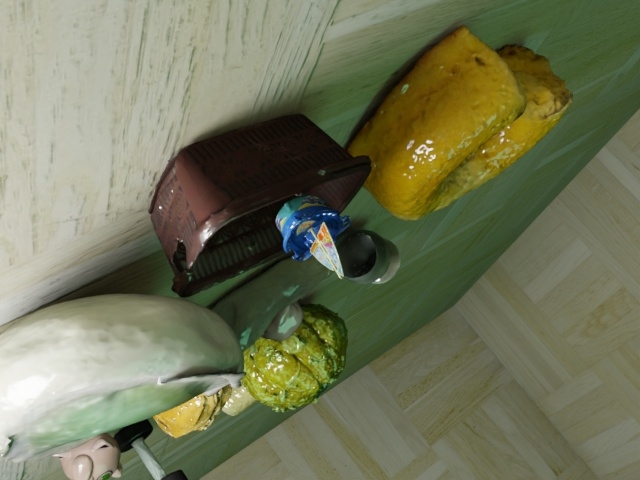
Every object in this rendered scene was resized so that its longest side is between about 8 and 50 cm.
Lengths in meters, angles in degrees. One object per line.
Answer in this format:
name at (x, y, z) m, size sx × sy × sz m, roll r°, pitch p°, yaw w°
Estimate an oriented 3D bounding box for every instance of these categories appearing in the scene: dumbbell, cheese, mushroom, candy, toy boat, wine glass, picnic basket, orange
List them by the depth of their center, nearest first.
toy boat at (0.000, 0.000, 0.931) m, size 0.091 × 0.110 × 0.175 m, roll -38°, pitch 164°, yaw 5°
picnic basket at (-0.090, -0.059, 1.015) m, size 0.297 × 0.129 × 0.222 m, roll -24°, pitch 160°, yaw -39°
candy at (-0.291, 0.170, 1.025) m, size 0.386 × 0.186 × 0.427 m, roll -12°, pitch 167°, yaw -18°
mushroom at (-0.115, 0.124, 1.510) m, size 0.351 × 0.097 × 0.109 m, roll -38°, pitch 126°, yaw -17°
wine glass at (0.105, 0.040, 1.717) m, size 0.126 × 0.126 × 0.241 m, roll -42°, pitch 165°, yaw 11°
dumbbell at (-0.409, 0.530, 1.812) m, size 0.100 × 0.191 × 0.100 m, roll -36°, pitch 165°, yaw -11°
orange at (-0.052, 0.293, 1.897) m, size 0.300 × 0.223 × 0.301 m, roll -26°, pitch 160°, yaw -53°
cheese at (-0.203, 0.412, 2.124) m, size 0.167 × 0.094 × 0.123 m, roll -39°, pitch 174°, yaw 16°

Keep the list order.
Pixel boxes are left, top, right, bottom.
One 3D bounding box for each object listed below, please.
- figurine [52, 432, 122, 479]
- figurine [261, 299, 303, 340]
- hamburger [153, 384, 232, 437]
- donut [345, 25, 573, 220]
figurine at (-0.485, 0.462, 1.591) m, size 0.125 × 0.125 × 0.138 m, roll -34°, pitch 150°, yaw -15°
figurine at (-0.118, 0.169, 1.627) m, size 0.229 × 0.112 × 0.137 m, roll -12°, pitch 156°, yaw -37°
hamburger at (-0.249, 0.241, 1.369) m, size 0.108 × 0.213 × 0.213 m, roll -13°, pitch 151°, yaw -49°
donut at (0.244, -0.183, 1.339) m, size 0.435 × 0.163 × 0.377 m, roll -19°, pitch 156°, yaw -51°
